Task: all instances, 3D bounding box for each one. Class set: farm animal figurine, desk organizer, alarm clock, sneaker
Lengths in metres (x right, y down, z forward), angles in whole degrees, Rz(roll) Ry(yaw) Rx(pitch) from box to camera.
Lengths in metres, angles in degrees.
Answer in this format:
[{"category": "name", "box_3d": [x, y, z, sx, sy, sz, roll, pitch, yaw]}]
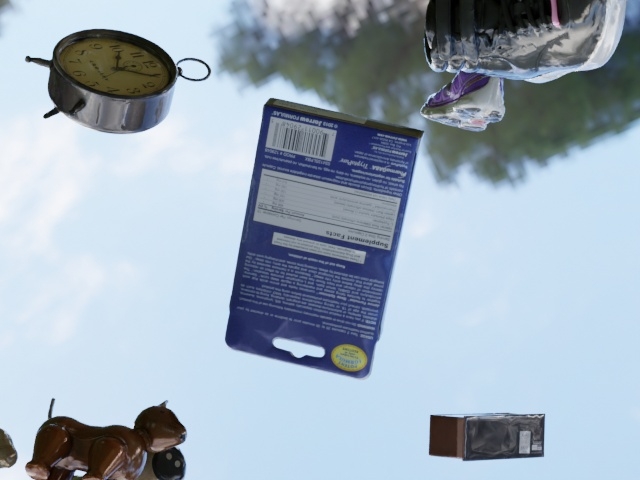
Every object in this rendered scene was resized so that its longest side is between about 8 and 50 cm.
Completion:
[{"category": "farm animal figurine", "box_3d": [-0.168, 0.252, 1.663, 0.326, 0.330, 0.172, -13, -149, 29]}, {"category": "desk organizer", "box_3d": [0.173, 0.202, 2.066, 0.130, 0.047, 0.050, 4, 177, -45]}, {"category": "alarm clock", "box_3d": [-0.198, -0.164, 2.058, 0.192, 0.064, 0.129, -13, -136, -30]}, {"category": "sneaker", "box_3d": [0.185, -0.211, 1.897, 0.147, 0.105, 0.296, 2, 172, -15]}, {"category": "sneaker", "box_3d": [0.165, -0.162, 2.186, 0.170, 0.068, 0.071, 169, -65, -70]}]

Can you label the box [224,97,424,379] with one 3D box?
[{"category": "box", "box_3d": [0.000, 0.000, 1.712, 0.136, 0.225, 0.036, 13, -163, 5]}]
